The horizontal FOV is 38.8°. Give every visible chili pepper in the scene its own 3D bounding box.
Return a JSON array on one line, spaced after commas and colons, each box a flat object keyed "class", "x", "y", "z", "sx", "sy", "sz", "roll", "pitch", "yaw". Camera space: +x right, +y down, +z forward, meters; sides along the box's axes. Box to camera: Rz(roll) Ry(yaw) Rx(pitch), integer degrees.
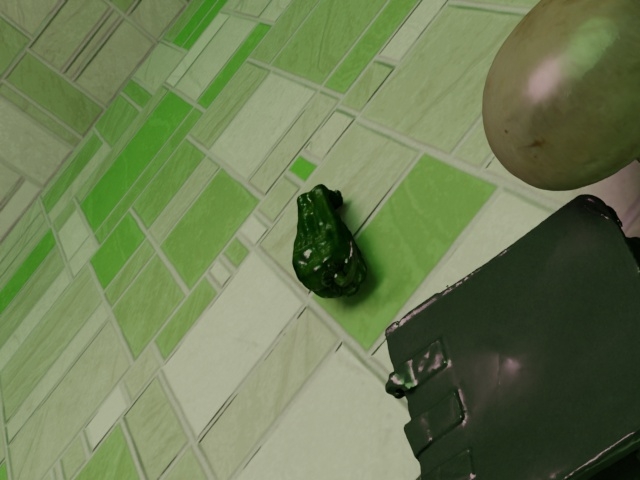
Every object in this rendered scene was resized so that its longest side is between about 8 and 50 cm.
[{"class": "chili pepper", "x": 0.006, "y": 0.000, "z": 1.102, "sx": 0.100, "sy": 0.074, "sz": 0.257, "roll": -44, "pitch": 28, "yaw": 15}]

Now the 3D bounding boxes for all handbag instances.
[{"class": "handbag", "x": 0.167, "y": 0.115, "z": 0.730, "sx": 0.260, "sy": 0.079, "sz": 0.247, "roll": -38, "pitch": 31, "yaw": 26}]

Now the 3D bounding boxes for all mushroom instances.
[{"class": "mushroom", "x": 0.229, "y": -0.113, "z": 0.739, "sx": 0.206, "sy": 0.209, "sz": 0.206, "roll": -23, "pitch": 19, "yaw": 8}]
